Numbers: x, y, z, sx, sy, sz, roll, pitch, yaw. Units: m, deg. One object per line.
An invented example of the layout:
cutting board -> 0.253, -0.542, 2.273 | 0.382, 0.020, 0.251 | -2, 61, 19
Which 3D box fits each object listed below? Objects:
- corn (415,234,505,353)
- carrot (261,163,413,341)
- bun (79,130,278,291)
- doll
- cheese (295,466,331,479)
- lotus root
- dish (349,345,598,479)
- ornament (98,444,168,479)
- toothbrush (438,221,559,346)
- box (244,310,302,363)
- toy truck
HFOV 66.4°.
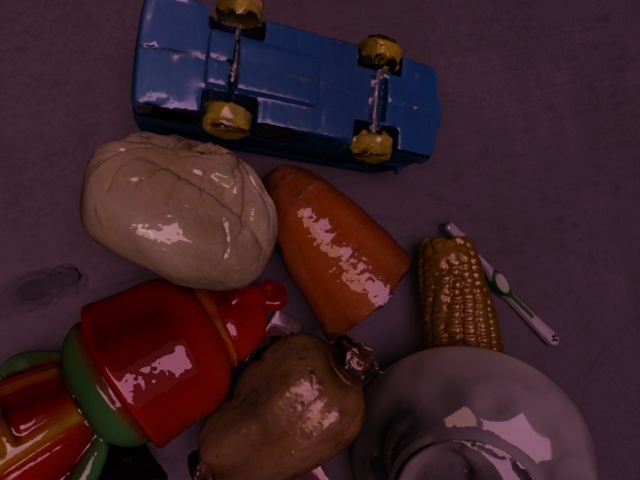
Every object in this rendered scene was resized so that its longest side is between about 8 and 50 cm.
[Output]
corn -> 0.211, 0.169, 0.726 | 0.120, 0.120, 0.363 | -10, 88, -19
carrot -> 0.000, 0.000, 0.646 | 0.159, 0.159, 0.225 | -42, 96, -16
bun -> -0.155, -0.046, 0.565 | 0.229, 0.229, 0.145 | 24, 99, -16
doll -> -0.194, 0.135, 0.553 | 0.363, 0.160, 0.182 | -27, 55, -26
cheese -> -0.051, 0.336, 0.637 | 0.189, 0.074, 0.285 | 4, 73, 2
lotus root -> -0.042, 0.204, 0.594 | 0.257, 0.140, 0.154 | -34, 77, -2
dish -> 0.182, 0.306, 0.615 | 0.324, 0.124, 0.324 | 3, 100, 15
ornament -> -0.253, 0.349, 0.583 | 0.081, 0.088, 0.203 | 8, 97, -42
toothbrush -> 0.301, 0.077, 0.807 | 0.304, 0.030, 0.030 | 44, 75, -12
box -> -0.066, 0.143, 0.684 | 0.046, 0.012, 0.083 | 36, 78, -13
toy truck -> -0.036, -0.187, 0.634 | 0.385, 0.162, 0.161 | 6, 85, -20
